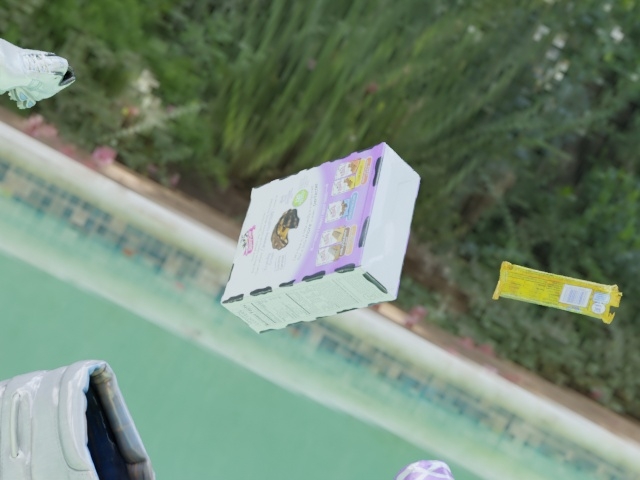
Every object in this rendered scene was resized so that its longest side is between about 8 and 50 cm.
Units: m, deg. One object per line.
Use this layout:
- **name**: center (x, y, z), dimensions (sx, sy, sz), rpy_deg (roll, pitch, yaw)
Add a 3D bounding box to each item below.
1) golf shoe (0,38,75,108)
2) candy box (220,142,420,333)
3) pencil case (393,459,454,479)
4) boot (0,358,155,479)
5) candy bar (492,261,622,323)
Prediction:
- **golf shoe**: center (-0.344, -0.208, 1.797), dimensions (0.086, 0.069, 0.176), rpy_deg (-16, -6, 6)
- **candy box**: center (0.000, 0.000, 1.665), dimensions (0.196, 0.165, 0.070), rpy_deg (-16, -44, 37)
- **pencil case**: center (0.152, 0.370, 1.913), dimensions (0.086, 0.088, 0.206), rpy_deg (2, 40, -22)
- **boot**: center (-0.160, 0.204, 0.955), dimensions (0.123, 0.258, 0.095), rpy_deg (-19, -13, 24)
- **candy bar**: center (0.229, 0.050, 1.505), dimensions (0.018, 0.040, 0.161), rpy_deg (23, -7, -39)
